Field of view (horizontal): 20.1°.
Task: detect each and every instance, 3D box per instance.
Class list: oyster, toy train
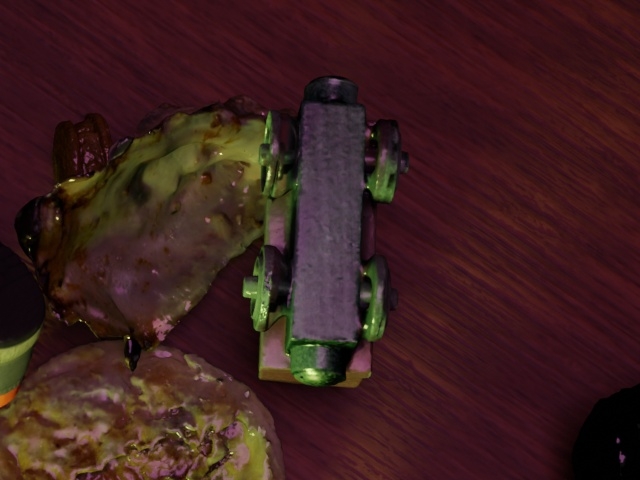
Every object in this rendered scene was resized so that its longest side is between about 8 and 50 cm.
[{"bbox_3d":[-0.154,-0.053,1.784,0.096,0.221,0.361,21,56,33],"label":"oyster"},{"bbox_3d":[0.000,0.000,1.775,0.150,0.221,0.304,5,76,-4],"label":"toy train"}]

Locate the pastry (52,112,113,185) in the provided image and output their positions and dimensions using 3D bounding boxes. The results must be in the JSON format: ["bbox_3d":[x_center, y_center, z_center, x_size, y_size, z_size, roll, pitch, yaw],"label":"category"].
[{"bbox_3d":[-0.239,-0.077,1.817,0.057,0.097,0.109,-8,67,-16],"label":"pastry"}]

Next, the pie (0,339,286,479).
[{"bbox_3d":[-0.187,0.261,1.757,0.339,0.077,0.339,2,76,-10],"label":"pie"}]

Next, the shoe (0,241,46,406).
[{"bbox_3d":[-0.381,0.047,1.753,0.132,0.171,0.336,-26,51,-32],"label":"shoe"}]

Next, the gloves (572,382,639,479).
[{"bbox_3d":[0.403,0.216,1.831,0.301,0.152,0.197,-3,65,-7],"label":"gloves"}]
